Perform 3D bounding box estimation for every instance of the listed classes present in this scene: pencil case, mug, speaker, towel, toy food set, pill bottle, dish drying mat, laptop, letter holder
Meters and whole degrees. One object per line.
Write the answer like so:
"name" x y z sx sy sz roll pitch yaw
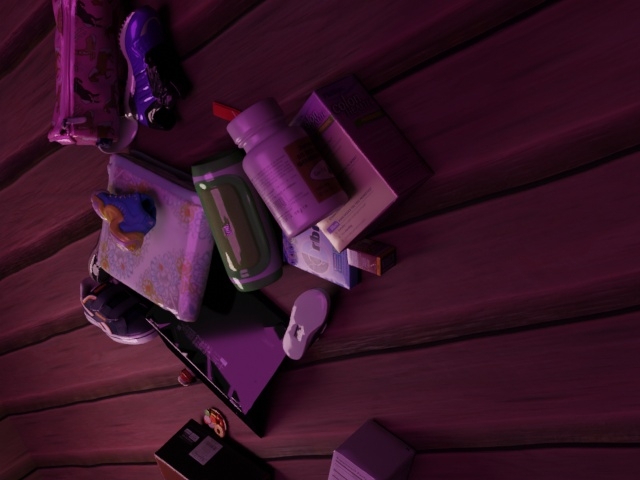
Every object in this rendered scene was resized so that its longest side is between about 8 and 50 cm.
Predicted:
"pencil case" -0.516 -0.401 1.883 0.167 0.160 0.386 21 110 59
"mug" -0.524 -0.317 2.082 0.169 0.150 0.113 42 173 23
"speaker" -0.179 -0.043 1.875 0.131 0.131 0.296 -4 111 45
"towel" -0.393 -0.022 2.072 0.374 0.090 0.320 26 114 36
"toy food set" -0.294 0.506 2.397 0.082 0.020 0.083 27 130 31
"pill bottle" -0.063 -0.131 1.524 0.229 0.131 0.131 57 139 1
"dish drying mat" -0.200 -0.273 1.843 0.083 0.008 0.032 23 129 33
"laptop" -0.235 0.257 2.192 0.382 0.236 0.408 40 107 19
"letter holder" -0.290 0.680 2.401 0.302 0.152 0.214 27 142 30

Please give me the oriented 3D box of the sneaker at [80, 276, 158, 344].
"sneaker" -0.573 0.190 2.396 0.321 0.126 0.127 15 129 40

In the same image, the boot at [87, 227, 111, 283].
"boot" -0.527 0.069 2.302 0.178 0.085 0.236 42 128 18

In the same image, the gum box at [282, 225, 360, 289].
"gum box" 0.000 0.000 1.789 0.184 0.041 0.157 23 128 35

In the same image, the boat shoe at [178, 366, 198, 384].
"boat shoe" -0.361 0.372 2.323 0.049 0.043 0.137 43 167 3

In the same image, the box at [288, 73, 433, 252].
"box" 0.047 -0.140 1.601 0.243 0.117 0.213 51 139 7

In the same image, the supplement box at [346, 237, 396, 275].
"supplement box" 0.101 0.031 1.700 0.083 0.055 0.043 20 126 36

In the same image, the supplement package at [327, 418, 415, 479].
"supplement package" 0.105 0.553 1.950 0.134 0.139 0.244 31 131 26

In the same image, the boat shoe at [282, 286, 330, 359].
"boat shoe" -0.022 0.172 1.891 0.078 0.070 0.219 41 134 15

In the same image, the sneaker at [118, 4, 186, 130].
"sneaker" -0.351 -0.365 1.874 0.146 0.102 0.293 32 138 22

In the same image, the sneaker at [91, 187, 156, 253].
"sneaker" -0.448 -0.073 2.013 0.240 0.126 0.091 49 -177 40
